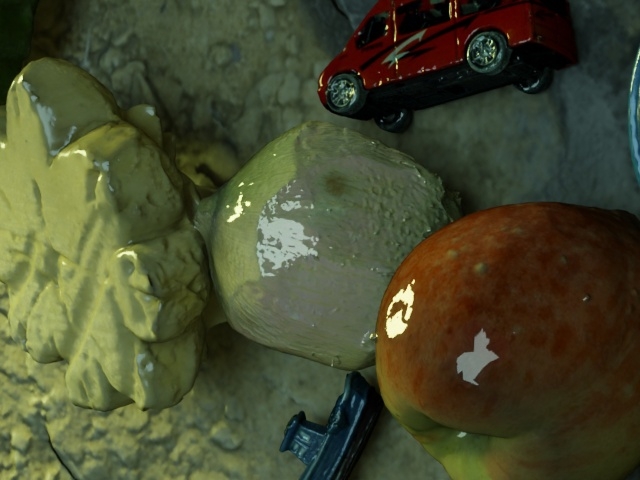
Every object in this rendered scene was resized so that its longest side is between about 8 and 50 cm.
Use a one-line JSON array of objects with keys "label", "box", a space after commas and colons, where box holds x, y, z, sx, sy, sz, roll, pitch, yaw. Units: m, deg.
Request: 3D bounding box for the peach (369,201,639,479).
[{"label": "peach", "box": [0.154, 0.069, 1.347, 0.233, 0.232, 0.232, 1, 91, 32]}]

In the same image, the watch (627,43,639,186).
[{"label": "watch", "box": [0.335, -0.114, 1.217, 0.274, 0.241, 0.305, 5, 94, 46]}]

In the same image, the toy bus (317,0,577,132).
[{"label": "toy bus", "box": [0.088, -0.145, 1.446, 0.195, 0.081, 0.089, -14, 73, 32]}]

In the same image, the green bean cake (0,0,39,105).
[{"label": "green bean cake", "box": [-0.359, -0.242, 1.658, 0.250, 0.156, 0.246, 21, 102, 46]}]

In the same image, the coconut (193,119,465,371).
[{"label": "coconut", "box": [-0.001, 0.003, 1.447, 0.194, 0.194, 0.194, 1, 91, 32]}]

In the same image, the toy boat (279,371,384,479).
[{"label": "toy boat", "box": [-0.001, 0.163, 1.516, 0.061, 0.060, 0.137, 27, 112, 9]}]

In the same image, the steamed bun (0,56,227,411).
[{"label": "steamed bun", "box": [-0.172, -0.013, 1.570, 0.295, 0.137, 0.292, 0, 110, 55]}]
